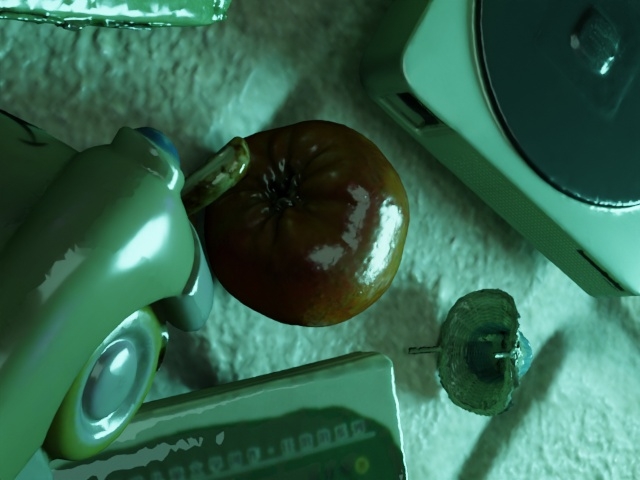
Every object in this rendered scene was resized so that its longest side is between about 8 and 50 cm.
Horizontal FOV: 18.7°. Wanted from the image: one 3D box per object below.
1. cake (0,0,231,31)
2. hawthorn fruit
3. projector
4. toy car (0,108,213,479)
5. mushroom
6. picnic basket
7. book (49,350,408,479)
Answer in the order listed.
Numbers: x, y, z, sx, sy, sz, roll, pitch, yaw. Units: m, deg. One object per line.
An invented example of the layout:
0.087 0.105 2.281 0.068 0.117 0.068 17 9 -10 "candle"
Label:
-0.175 -0.199 1.040 0.283 0.172 0.158 -2 102 -59 "cake"
-0.010 -0.005 1.144 0.125 0.140 0.125 5 66 -11 "hawthorn fruit"
0.168 -0.132 1.292 0.257 0.079 0.259 40 66 -28 "projector"
-0.234 0.045 0.858 0.336 0.242 0.226 -56 153 -23 "toy car"
-0.091 -0.015 1.098 0.129 0.073 0.088 -32 93 2 "mushroom"
0.105 0.071 1.249 0.083 0.065 0.083 10 87 -52 "picnic basket"
-0.051 0.267 1.111 0.260 0.043 0.371 -12 99 -28 "book"
